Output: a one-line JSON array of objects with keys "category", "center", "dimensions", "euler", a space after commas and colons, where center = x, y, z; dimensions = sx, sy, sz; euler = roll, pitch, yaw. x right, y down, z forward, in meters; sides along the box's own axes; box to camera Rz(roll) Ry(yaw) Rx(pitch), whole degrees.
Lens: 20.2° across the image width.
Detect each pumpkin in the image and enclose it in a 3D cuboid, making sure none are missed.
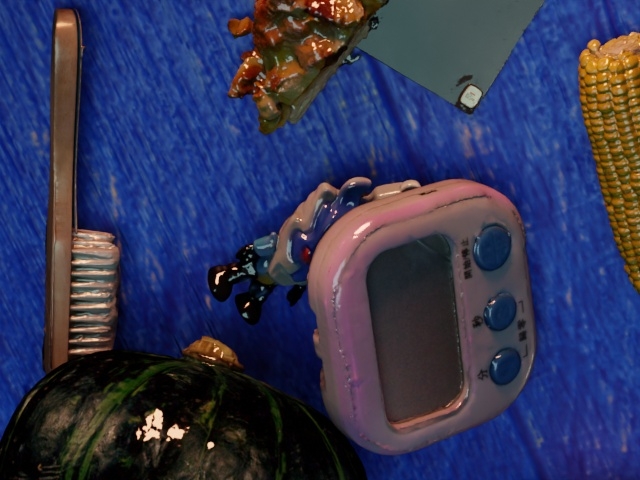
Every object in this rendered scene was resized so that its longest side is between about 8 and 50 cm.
[{"category": "pumpkin", "center": [-0.107, 0.198, 1.456], "dimensions": [0.315, 0.315, 0.238], "euler": [19, 84, 1]}]

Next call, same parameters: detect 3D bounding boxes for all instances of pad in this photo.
[{"category": "pad", "center": [0.068, -0.193, 1.429], "dimensions": [0.193, 0.004, 0.116], "euler": [31, 111, -3]}]

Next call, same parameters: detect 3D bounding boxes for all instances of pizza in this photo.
[{"category": "pizza", "center": [-0.020, -0.169, 1.410], "dimensions": [0.154, 0.069, 0.194], "euler": [16, 109, 2]}]

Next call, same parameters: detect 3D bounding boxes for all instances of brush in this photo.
[{"category": "brush", "center": [-0.198, -0.031, 1.499], "dimensions": [0.065, 0.070, 0.327], "euler": [-1, 109, -11]}]

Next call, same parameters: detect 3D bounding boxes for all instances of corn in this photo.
[{"category": "corn", "center": [0.258, -0.050, 1.416], "dimensions": [0.080, 0.080, 0.238], "euler": [-13, 105, 13]}]

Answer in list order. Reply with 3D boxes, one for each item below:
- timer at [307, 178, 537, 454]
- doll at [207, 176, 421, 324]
[{"category": "timer", "center": [0.082, 0.059, 1.443], "dimensions": [0.191, 0.069, 0.208], "euler": [-18, 114, -25]}, {"category": "doll", "center": [0.000, 0.000, 1.479], "dimensions": [0.195, 0.070, 0.096], "euler": [-31, 133, 20]}]
